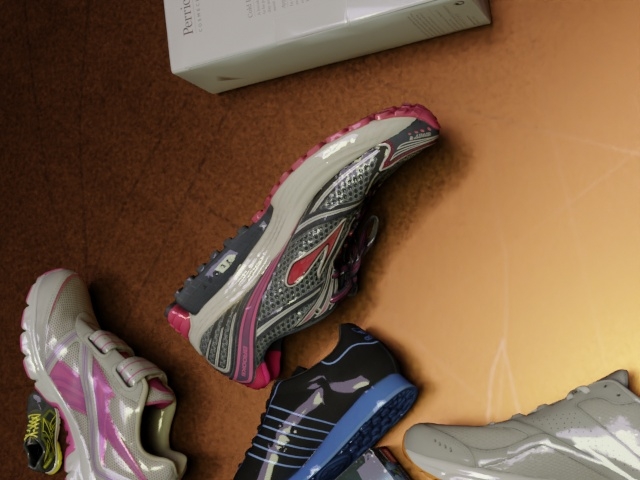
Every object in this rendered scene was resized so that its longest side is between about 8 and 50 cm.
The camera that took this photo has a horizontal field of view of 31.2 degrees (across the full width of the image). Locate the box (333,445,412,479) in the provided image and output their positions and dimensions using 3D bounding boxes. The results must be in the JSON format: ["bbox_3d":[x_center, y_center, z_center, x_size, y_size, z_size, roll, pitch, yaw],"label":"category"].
[{"bbox_3d":[0.016,0.313,0.986,0.233,0.044,0.159,-44,70,12],"label":"box"}]

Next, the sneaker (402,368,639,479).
[{"bbox_3d":[0.198,0.158,0.916,0.262,0.099,0.121,7,78,15],"label":"sneaker"}]

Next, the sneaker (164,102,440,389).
[{"bbox_3d":[0.000,0.000,1.005,0.112,0.121,0.299,45,108,7],"label":"sneaker"}]

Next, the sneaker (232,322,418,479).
[{"bbox_3d":[-0.022,0.174,1.008,0.232,0.081,0.090,-44,62,8],"label":"sneaker"}]

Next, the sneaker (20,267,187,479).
[{"bbox_3d":[-0.193,0.137,1.073,0.111,0.103,0.252,-24,81,14],"label":"sneaker"}]

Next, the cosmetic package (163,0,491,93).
[{"bbox_3d":[-0.015,-0.353,1.059,0.284,0.097,0.377,-10,79,19],"label":"cosmetic package"}]

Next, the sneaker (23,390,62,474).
[{"bbox_3d":[-0.275,0.188,1.126,0.031,0.035,0.083,-19,76,18],"label":"sneaker"}]
